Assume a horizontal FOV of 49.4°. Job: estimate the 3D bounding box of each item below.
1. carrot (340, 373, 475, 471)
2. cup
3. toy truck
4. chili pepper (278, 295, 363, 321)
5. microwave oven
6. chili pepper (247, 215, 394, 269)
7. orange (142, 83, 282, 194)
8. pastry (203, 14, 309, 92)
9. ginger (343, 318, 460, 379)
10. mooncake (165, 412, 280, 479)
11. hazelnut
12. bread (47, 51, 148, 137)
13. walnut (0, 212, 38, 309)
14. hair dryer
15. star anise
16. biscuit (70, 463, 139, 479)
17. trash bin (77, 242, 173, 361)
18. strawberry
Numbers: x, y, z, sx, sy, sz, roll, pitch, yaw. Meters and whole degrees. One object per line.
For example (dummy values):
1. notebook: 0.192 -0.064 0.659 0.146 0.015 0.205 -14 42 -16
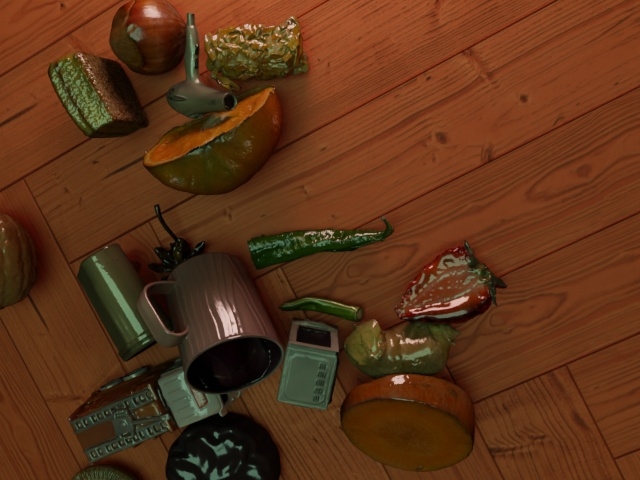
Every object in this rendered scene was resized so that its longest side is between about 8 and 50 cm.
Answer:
1. carrot: 0.196 0.417 1.590 0.308 0.100 0.258 3 126 6
2. cup: -0.255 0.191 1.562 0.289 0.273 0.208 -10 138 -19
3. toy truck: -0.399 0.396 1.686 0.388 0.207 0.173 -25 92 12
4. chili pepper: 0.002 0.160 1.666 0.202 0.052 0.050 7 69 10
5. microwave oven: -0.024 0.281 1.600 0.123 0.208 0.162 10 99 -1
6. chili pepper: 0.001 0.000 1.636 0.359 0.076 0.084 -12 114 15
7. orange: -0.242 -0.225 1.562 0.311 0.274 0.274 -1 97 -12
8. pastry: -0.156 -0.422 1.595 0.250 0.102 0.154 -8 97 9
9. ginger: 0.188 0.254 1.600 0.267 0.138 0.152 -7 131 0
10. mooncake: -0.243 0.570 1.718 0.283 0.141 0.282 1 100 9
11. hazelnut: -0.394 -0.472 1.599 0.182 0.182 0.182 1 97 10
12. bread: -0.512 -0.330 1.603 0.111 0.234 0.184 -26 93 9
13. walnut: -0.821 0.046 1.713 0.225 0.257 0.256 -20 94 44
14. hair dryer: -0.255 -0.364 1.549 0.219 0.088 0.224 38 123 33
15. star anise: -0.333 0.039 1.692 0.177 0.073 0.233 15 117 8
16. biscuit: -0.557 0.705 1.818 0.259 0.079 0.259 1 97 8
17. trash bin: -0.473 0.151 1.669 0.121 0.243 0.247 -31 86 -27
18. strawberry: 0.290 0.130 1.570 0.228 0.098 0.174 -43 72 -1
